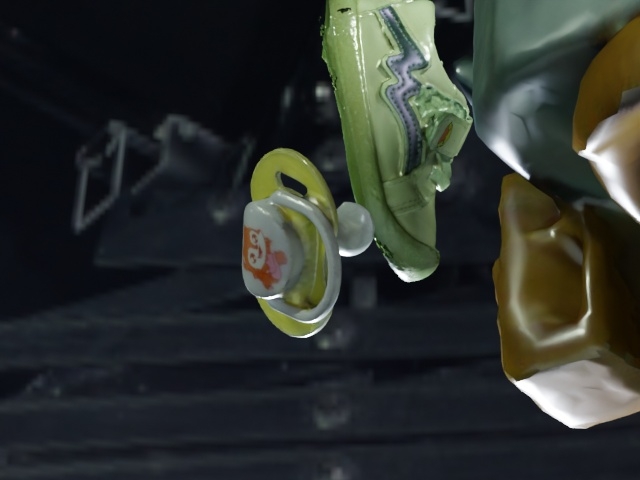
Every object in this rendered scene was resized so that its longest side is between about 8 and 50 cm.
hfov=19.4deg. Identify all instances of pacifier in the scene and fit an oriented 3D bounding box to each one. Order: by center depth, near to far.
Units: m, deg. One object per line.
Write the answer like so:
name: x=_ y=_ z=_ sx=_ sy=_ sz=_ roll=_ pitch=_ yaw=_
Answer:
pacifier: x=0.000 y=0.000 z=0.801 sx=0.064 sy=0.068 sz=0.083 roll=-16 pitch=-61 yaw=-38

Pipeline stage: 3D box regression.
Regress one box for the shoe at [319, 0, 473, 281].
shoe: x=0.067 y=-0.097 z=1.623 sx=0.128 sy=0.262 sz=0.140 roll=-16 pitch=-2 yaw=17

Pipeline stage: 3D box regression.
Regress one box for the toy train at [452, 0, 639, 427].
toy train: x=0.203 y=-0.067 z=0.381 sx=0.369 sy=0.163 sz=0.232 roll=-22 pitch=-43 yaw=34
